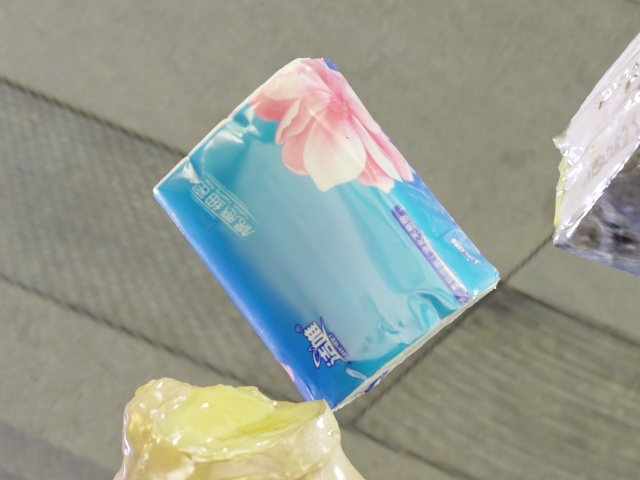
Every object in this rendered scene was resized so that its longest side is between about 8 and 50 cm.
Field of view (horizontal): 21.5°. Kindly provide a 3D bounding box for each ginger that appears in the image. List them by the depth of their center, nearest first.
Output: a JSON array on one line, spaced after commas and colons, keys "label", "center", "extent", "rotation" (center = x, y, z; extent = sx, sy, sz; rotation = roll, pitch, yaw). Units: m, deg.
[{"label": "ginger", "center": [0.021, 0.174, 0.708], "extent": [0.294, 0.086, 0.131], "rotation": [45, 112, -6]}]

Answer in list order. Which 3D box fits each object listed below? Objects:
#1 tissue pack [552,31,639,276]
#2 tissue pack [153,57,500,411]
[{"label": "tissue pack", "center": [0.225, -0.025, 0.612], "extent": [0.236, 0.073, 0.173], "rotation": [19, 145, -12]}, {"label": "tissue pack", "center": [0.000, 0.000, 1.518], "extent": [0.209, 0.137, 0.269], "rotation": [-40, 84, 26]}]
